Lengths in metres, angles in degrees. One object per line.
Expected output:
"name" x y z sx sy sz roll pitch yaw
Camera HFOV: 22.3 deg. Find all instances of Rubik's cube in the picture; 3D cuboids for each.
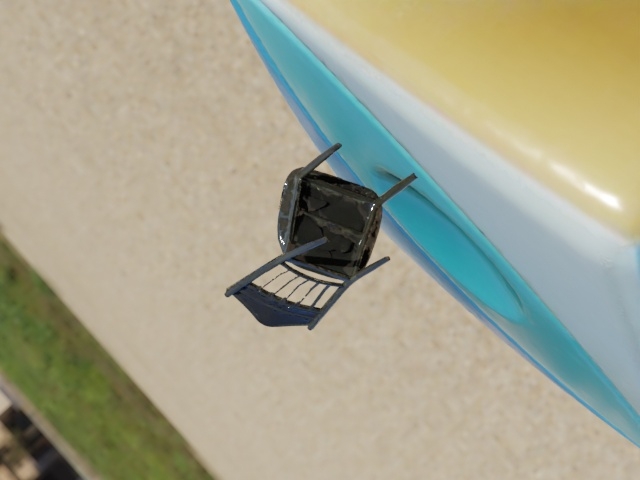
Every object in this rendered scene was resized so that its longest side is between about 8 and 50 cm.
"Rubik's cube" 0.195 -0.118 0.954 0.347 0.352 0.351 41 174 32

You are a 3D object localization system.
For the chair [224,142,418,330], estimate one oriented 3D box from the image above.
"chair" 0.000 -0.001 0.556 0.037 0.042 0.086 21 154 -16
